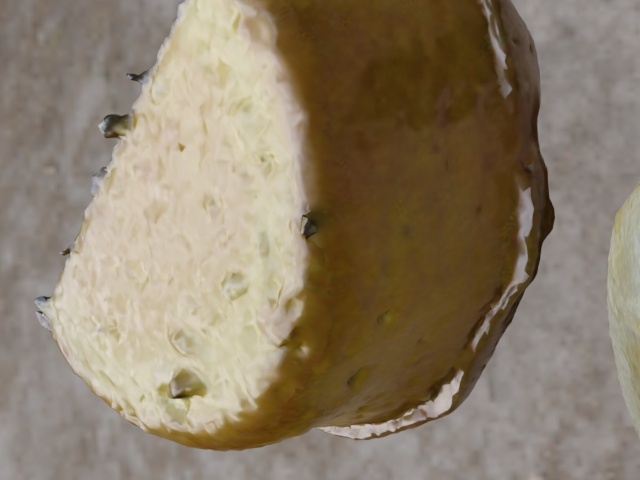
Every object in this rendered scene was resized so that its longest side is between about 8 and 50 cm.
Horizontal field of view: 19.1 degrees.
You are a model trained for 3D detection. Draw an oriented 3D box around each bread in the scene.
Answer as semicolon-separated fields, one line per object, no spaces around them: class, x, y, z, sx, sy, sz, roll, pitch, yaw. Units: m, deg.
bread;0.000;0.000;0.978;0.179;0.194;0.340;57;136;30

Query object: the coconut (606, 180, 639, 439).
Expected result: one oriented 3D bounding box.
coconut;0.373;0.067;1.317;0.404;0.404;0.405;13;105;61
